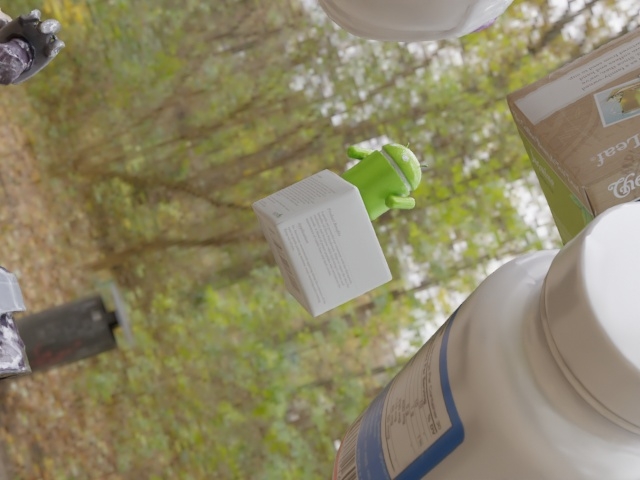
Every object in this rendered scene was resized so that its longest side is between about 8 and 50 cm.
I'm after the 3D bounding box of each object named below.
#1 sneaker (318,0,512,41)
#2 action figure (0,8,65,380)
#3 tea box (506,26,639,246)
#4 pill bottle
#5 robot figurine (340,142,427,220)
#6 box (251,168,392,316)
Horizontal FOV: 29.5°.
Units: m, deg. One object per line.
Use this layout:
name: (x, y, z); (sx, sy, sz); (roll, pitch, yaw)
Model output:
sneaker: (0.015, -0.243, 0.800); (0.305, 0.114, 0.152); (53, -8, 35)
action figure: (-0.223, -0.059, 0.668); (0.099, 0.185, 0.285); (12, 67, -76)
tea box: (0.419, -0.057, 1.256); (0.324, 0.329, 0.220); (62, 3, -33)
pill bottle: (0.099, 0.081, 0.546); (0.221, 0.124, 0.124); (-54, -131, 51)
robot figurine: (0.069, -0.069, 1.443); (0.101, 0.115, 0.067); (54, -2, 32)
box: (0.000, 0.000, 1.158); (0.101, 0.087, 0.102); (68, -9, -19)
